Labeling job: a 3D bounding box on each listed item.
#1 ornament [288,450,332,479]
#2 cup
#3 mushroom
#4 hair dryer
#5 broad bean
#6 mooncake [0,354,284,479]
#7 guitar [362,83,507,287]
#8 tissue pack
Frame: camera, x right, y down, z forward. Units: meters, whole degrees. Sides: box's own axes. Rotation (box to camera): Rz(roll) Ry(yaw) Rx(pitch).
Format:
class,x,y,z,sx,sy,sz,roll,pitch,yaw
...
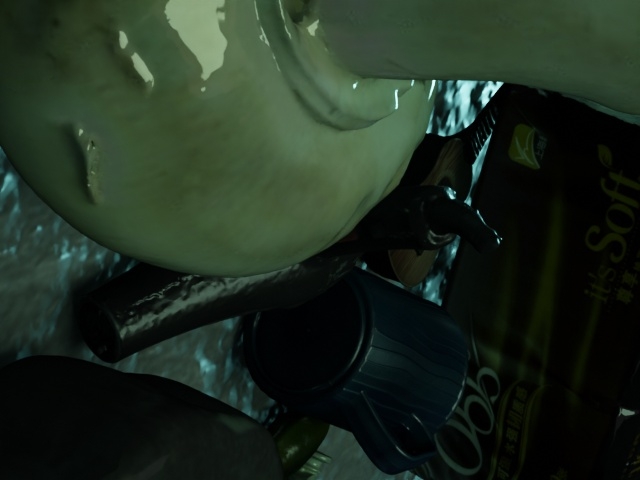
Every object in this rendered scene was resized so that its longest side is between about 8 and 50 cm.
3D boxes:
class,x,y,z,sx,sy,sz,roll,pitch,yaw
ornament,-0.018,0.202,1.189,0.068,0.041,0.092,101,14,-56
cup,0.036,0.086,1.107,0.138,0.150,0.113,28,93,-55
mushroom,-0.014,-0.141,0.818,0.356,0.315,0.315,-4,115,-17
hair dryer,0.000,0.000,0.926,0.235,0.271,0.091,-27,99,-36
broad bean,-0.064,0.193,1.119,0.227,0.039,0.069,-50,148,-25
mooncake,-0.142,0.221,0.913,0.306,0.154,0.306,-32,132,-43
guitar,0.117,-0.083,1.235,0.271,0.038,0.084,-53,144,-21
tissue pack,0.222,0.051,1.275,0.210,0.198,0.370,-24,134,-57
